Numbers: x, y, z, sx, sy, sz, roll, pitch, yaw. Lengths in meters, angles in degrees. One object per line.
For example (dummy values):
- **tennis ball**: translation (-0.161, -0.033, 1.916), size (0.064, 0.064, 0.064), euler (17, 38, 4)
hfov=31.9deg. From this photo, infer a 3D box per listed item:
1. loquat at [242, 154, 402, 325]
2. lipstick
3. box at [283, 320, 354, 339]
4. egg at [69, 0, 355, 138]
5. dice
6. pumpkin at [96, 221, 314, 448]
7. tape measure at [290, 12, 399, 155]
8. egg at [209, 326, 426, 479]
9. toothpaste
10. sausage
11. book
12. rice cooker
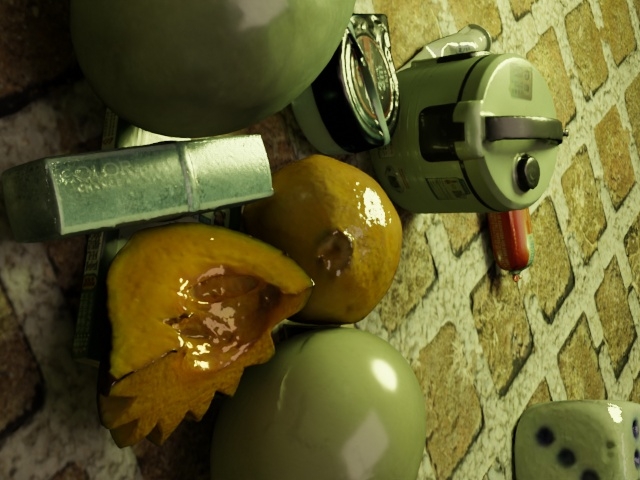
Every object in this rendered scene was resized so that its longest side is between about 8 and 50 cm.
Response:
- **loquat**: translation (0.000, 0.000, 1.244), size (0.234, 0.176, 0.187), euler (170, -79, -82)
- **lipstick**: translation (-0.165, -0.053, 1.064), size (0.290, 0.076, 0.077), euler (-14, 94, -53)
- **box**: translation (0.000, 0.130, 1.314), size (0.035, 0.083, 0.079), euler (-32, 117, -54)
- **egg**: translation (-0.097, -0.248, 1.089), size (0.352, 0.258, 0.258), euler (-54, 128, -37)
- **dice**: translation (0.436, 0.361, 1.827), size (0.194, 0.192, 0.193), euler (23, 65, -54)
- **pumpkin**: translation (-0.147, 0.084, 1.062), size (0.254, 0.149, 0.130), euler (-28, 151, -41)
- **tape measure**: translation (0.028, -0.198, 1.410), size (0.181, 0.107, 0.182), euler (-5, 87, -60)
- **egg**: translation (-0.002, 0.210, 1.172), size (0.219, 0.219, 0.269), euler (61, 37, -28)
- **toothpaste**: translation (0.178, -0.256, 1.705), size (0.266, 0.061, 0.096), euler (-43, 120, -43)
- **sausage**: translation (0.301, -0.062, 1.820), size (0.083, 0.083, 0.264), euler (-16, 98, -57)
- **book**: translation (-0.158, 0.015, 1.150), size (0.202, 0.027, 0.264), euler (28, 60, -51)
- **rice cooker**: translation (0.201, -0.145, 1.525), size (0.226, 0.244, 0.226), euler (-4, 95, -48)
